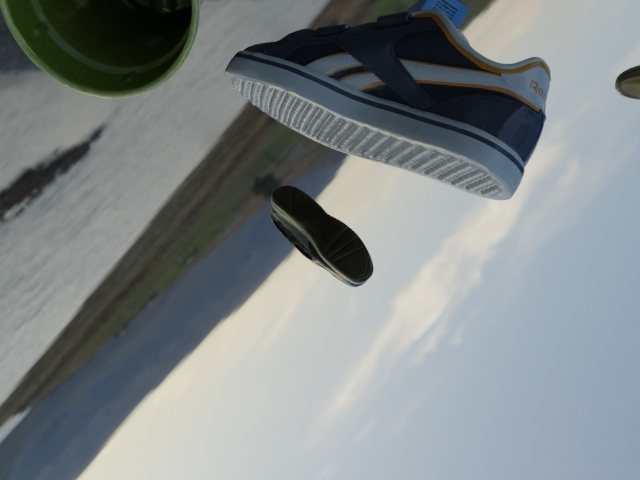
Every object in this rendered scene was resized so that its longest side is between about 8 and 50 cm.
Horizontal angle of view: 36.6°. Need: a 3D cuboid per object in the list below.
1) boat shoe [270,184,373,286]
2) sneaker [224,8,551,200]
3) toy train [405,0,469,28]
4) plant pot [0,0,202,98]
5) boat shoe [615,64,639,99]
[{"bbox_3d":[0.000,0.000,1.104,0.056,0.152,0.049,-29,156,-32],"label":"boat shoe"},{"bbox_3d":[0.062,-0.144,0.898,0.127,0.321,0.126,-62,150,-9],"label":"sneaker"},{"bbox_3d":[0.151,-0.310,1.446,0.105,0.080,0.184,-58,-170,-4],"label":"toy train"},{"bbox_3d":[-0.262,-0.372,1.343,0.276,0.276,0.254,-44,-168,30],"label":"plant pot"},{"bbox_3d":[0.607,-0.265,1.660,0.190,0.068,0.072,-3,-145,11],"label":"boat shoe"}]
